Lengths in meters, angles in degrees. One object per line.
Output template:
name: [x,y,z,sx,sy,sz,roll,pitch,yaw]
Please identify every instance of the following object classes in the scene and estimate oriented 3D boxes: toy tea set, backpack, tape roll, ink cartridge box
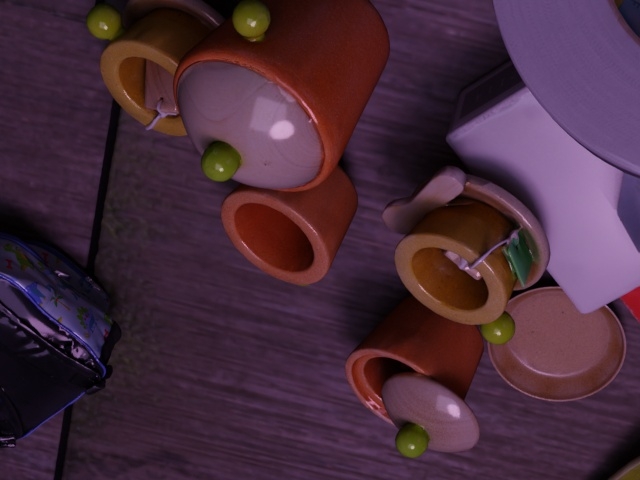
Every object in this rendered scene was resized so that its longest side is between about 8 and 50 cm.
toy tea set: [0.000,0.000,1.065,0.200,0.124,0.336,-15,122,50]
backpack: [-0.192,0.050,1.187,0.105,0.084,0.114,-34,115,25]
tape roll: [0.191,-0.131,0.918,0.219,0.072,0.219,0,89,11]
ink cartridge box: [0.263,-0.045,1.060,0.296,0.066,0.261,-32,110,25]

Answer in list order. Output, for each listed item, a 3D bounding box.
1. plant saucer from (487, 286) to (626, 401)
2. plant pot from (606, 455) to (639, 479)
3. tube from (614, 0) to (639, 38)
plant saucer: [0.143,0.060,1.174,0.083,0.015,0.083,4,121,7]
plant pot: [0.310,0.292,1.165,0.294,0.274,0.274,20,124,-22]
tube: [0.118,-0.162,0.993,0.207,0.052,0.080,34,116,6]
